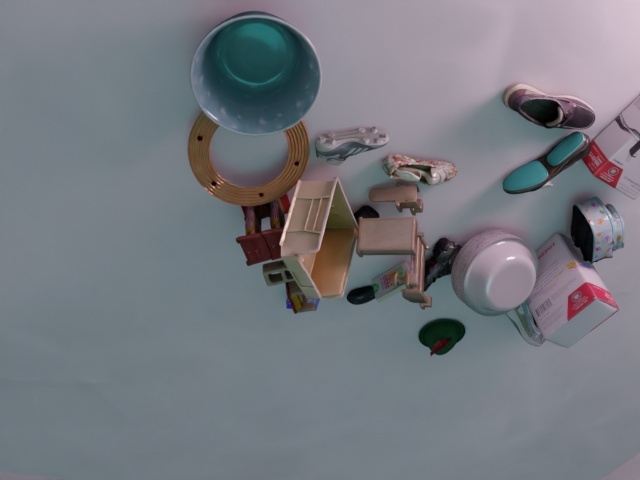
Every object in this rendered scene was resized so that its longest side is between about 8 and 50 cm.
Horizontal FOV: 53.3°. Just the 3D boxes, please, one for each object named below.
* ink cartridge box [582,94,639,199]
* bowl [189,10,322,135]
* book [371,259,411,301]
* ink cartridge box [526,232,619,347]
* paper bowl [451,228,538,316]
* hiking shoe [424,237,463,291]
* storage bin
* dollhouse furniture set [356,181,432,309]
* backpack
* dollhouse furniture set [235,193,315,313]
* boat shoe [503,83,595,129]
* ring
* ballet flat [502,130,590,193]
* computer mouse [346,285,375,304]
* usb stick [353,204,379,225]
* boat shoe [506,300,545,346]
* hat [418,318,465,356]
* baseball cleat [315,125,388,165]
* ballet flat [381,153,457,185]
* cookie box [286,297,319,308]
[{"bbox_3d":[0.935,-0.279,1.854,0.196,0.114,0.273,23,124,-24],"label":"ink cartridge box"},{"bbox_3d":[-0.156,-0.429,1.555,0.311,0.163,0.312,-3,132,-3],"label":"bowl"},{"bbox_3d":[0.245,0.137,2.156,0.144,0.096,0.035,-32,128,19],"label":"book"},{"bbox_3d":[0.800,0.162,2.104,0.131,0.306,0.226,23,126,-24],"label":"ink cartridge box"},{"bbox_3d":[0.584,0.116,2.085,0.284,0.148,0.285,-7,112,-17],"label":"paper bowl"},{"bbox_3d":[0.408,0.098,2.147,0.114,0.086,0.227,17,127,-16],"label":"hiking shoe"},{"bbox_3d":[0.000,0.000,1.829,0.123,0.261,0.262,3,149,20],"label":"storage bin"},{"bbox_3d":[0.246,0.028,2.019,0.173,0.304,0.355,0,159,19],"label":"dollhouse furniture set"},{"bbox_3d":[0.875,-0.043,2.024,0.144,0.166,0.188,-22,134,11],"label":"backpack"},{"bbox_3d":[-0.135,0.041,1.955,0.152,0.201,0.374,-13,133,4],"label":"dollhouse furniture set"},{"bbox_3d":[0.642,-0.353,1.766,0.285,0.092,0.103,14,129,-18],"label":"boat shoe"},{"bbox_3d":[-0.196,-0.250,1.764,0.336,0.032,0.337,-4,120,-7],"label":"ring"},{"bbox_3d":[0.683,-0.211,1.904,0.280,0.095,0.096,-34,139,22],"label":"ballet flat"},{"bbox_3d":[0.211,0.184,2.231,0.241,0.041,0.071,-14,131,5],"label":"computer mouse"},{"bbox_3d":[0.071,-0.010,2.037,0.077,0.045,0.278,33,120,-30],"label":"usb stick"},{"bbox_3d":[0.760,0.276,2.333,0.103,0.118,0.320,-28,122,23],"label":"boat shoe"},{"bbox_3d":[0.459,0.413,2.369,0.208,0.184,0.173,7,131,-13],"label":"hat"},{"bbox_3d":[0.088,-0.266,1.807,0.205,0.072,0.109,-1,146,0],"label":"baseball cleat"},{"bbox_3d":[0.295,-0.195,1.877,0.240,0.077,0.091,5,129,-12],"label":"ballet flat"},{"bbox_3d":[-0.059,0.197,2.209,0.107,0.040,0.092,7,131,-13],"label":"cookie box"}]
